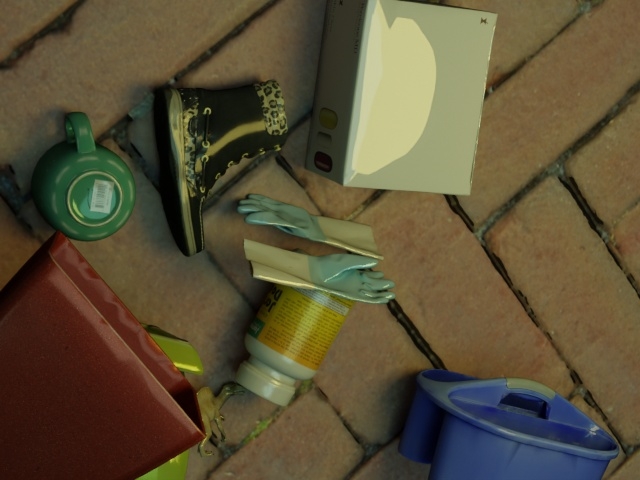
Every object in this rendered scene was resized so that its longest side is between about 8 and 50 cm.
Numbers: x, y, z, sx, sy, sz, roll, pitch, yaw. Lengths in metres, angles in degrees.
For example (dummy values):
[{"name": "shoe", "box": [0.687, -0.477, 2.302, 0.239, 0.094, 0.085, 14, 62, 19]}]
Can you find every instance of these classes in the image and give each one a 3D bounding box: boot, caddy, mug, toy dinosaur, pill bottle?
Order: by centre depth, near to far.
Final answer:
[{"name": "mug", "box": [-0.317, -0.074, 1.872, 0.129, 0.097, 0.158, -40, 115, -10]}, {"name": "boot", "box": [-0.130, -0.104, 1.954, 0.178, 0.085, 0.236, -12, 106, -23]}, {"name": "toy dinosaur", "box": [-0.172, 0.256, 2.017, 0.183, 0.053, 0.093, -28, 123, -57]}, {"name": "pill bottle", "box": [-0.037, 0.127, 2.030, 0.117, 0.117, 0.208, 28, 91, -26]}, {"name": "caddy", "box": [0.286, 0.292, 2.142, 0.341, 0.241, 0.179, 16, 100, -26]}]

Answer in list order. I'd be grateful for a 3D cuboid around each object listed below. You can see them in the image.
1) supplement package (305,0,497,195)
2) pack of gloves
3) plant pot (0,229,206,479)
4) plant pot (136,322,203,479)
[{"name": "supplement package", "box": [0.111, -0.208, 1.998, 0.204, 0.145, 0.262, 3, 101, -24]}, {"name": "pack of gloves", "box": [0.000, 0.000, 1.975, 0.232, 0.195, 0.046, 14, 124, -25]}, {"name": "plant pot", "box": [-0.313, 0.173, 1.641, 0.236, 0.267, 0.267, -39, 100, -2]}, {"name": "plant pot", "box": [-0.292, 0.205, 1.887, 0.228, 0.227, 0.207, 16, 89, -24]}]
